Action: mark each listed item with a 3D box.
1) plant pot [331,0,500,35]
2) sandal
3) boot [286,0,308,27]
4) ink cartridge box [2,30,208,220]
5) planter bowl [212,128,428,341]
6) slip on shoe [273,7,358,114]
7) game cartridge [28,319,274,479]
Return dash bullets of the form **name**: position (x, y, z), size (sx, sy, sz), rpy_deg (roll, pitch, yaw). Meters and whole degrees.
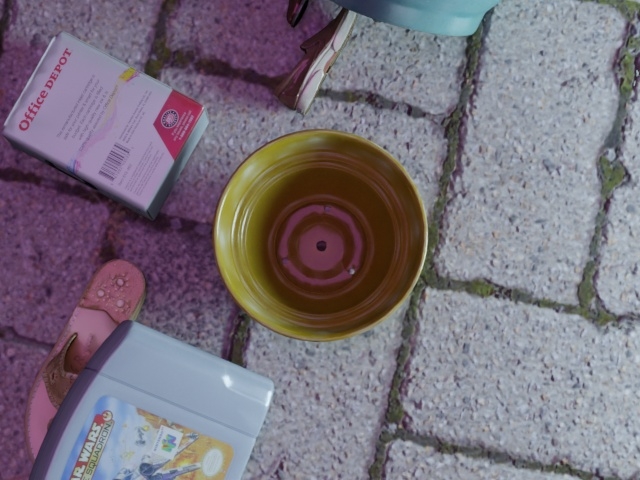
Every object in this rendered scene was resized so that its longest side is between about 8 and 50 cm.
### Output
- **plant pot**: position (0.101, -0.324, 1.867), size (0.293, 0.293, 0.196), rpy_deg (17, 108, 4)
- **sandal**: position (-0.246, 0.128, 1.882), size (0.088, 0.079, 0.240), rpy_deg (20, 82, 4)
- **boot**: position (-0.063, -0.287, 1.965), size (0.114, 0.037, 0.106), rpy_deg (16, 69, 0)
- **ink cartridge box**: position (-0.223, -0.120, 1.924), size (0.175, 0.072, 0.127), rpy_deg (28, 83, 5)
- **planter bowl**: position (0.000, 0.000, 1.892), size (0.217, 0.090, 0.217), rpy_deg (0, 82, 1)
- **slip on shoe**: position (-0.002, -0.199, 1.946), size (0.041, 0.051, 0.135), rpy_deg (29, 90, 3)
- **game cartridge**: position (-0.186, 0.242, 1.839), size (0.198, 0.062, 0.297), rpy_deg (25, 81, -26)
